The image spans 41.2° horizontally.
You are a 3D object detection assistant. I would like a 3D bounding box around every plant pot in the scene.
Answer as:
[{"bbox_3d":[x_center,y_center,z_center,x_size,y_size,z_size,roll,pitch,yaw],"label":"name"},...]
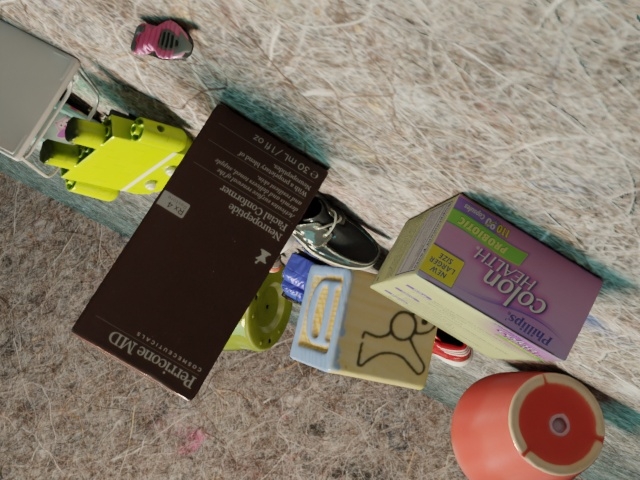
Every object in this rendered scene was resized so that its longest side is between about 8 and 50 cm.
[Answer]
[{"bbox_3d":[-0.275,0.146,2.264,0.353,0.366,0.366,11,161,26],"label":"plant pot"},{"bbox_3d":[0.426,0.381,1.706,0.275,0.275,0.243,30,158,1],"label":"plant pot"}]

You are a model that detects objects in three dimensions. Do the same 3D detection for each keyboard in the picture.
[{"bbox_3d":[-0.317,-0.197,1.573,0.180,0.023,0.108,23,167,27],"label":"keyboard"}]

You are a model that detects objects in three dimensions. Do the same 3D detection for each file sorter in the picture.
[{"bbox_3d":[-0.554,-0.257,1.473,0.278,0.192,0.173,28,171,10],"label":"file sorter"}]

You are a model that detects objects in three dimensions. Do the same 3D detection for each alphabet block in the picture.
[{"bbox_3d":[0.083,0.156,1.569,0.197,0.192,0.193,15,177,-23],"label":"alphabet block"}]

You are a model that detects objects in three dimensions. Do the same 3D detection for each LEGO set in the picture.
[{"bbox_3d":[-0.425,-0.233,1.678,0.083,0.023,0.054,23,167,29],"label":"LEGO set"}]

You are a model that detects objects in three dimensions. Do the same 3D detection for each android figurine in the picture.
[{"bbox_3d":[-0.328,-0.138,1.463,0.248,0.056,0.273,-26,152,37],"label":"android figurine"}]

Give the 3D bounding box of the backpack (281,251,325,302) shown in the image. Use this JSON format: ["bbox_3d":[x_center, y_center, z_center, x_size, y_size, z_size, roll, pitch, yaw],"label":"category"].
[{"bbox_3d":[-0.020,0.096,1.924,0.120,0.101,0.098,23,174,16],"label":"backpack"}]

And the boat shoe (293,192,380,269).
[{"bbox_3d":[-0.002,-0.027,1.373,0.233,0.084,0.079,34,169,-9],"label":"boat shoe"}]

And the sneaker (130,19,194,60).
[{"bbox_3d":[-0.179,-0.234,1.026,0.057,0.047,0.119,20,-178,-42],"label":"sneaker"}]

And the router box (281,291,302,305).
[{"bbox_3d":[-0.029,0.111,2.027,0.038,0.092,0.122,37,167,-34],"label":"router box"}]

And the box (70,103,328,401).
[{"bbox_3d":[-0.171,0.017,1.217,0.191,0.381,0.143,31,168,-7],"label":"box"}]

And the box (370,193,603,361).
[{"bbox_3d":[0.208,0.058,1.133,0.214,0.117,0.243,31,170,-5],"label":"box"}]

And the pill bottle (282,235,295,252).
[{"bbox_3d":[-0.131,-0.060,1.455,0.117,0.117,0.215,19,165,45],"label":"pill bottle"}]

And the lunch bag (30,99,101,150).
[{"bbox_3d":[-0.532,-0.219,1.782,0.224,0.107,0.279,31,174,-41],"label":"lunch bag"}]

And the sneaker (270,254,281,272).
[{"bbox_3d":[-0.158,0.014,2.067,0.158,0.061,0.065,28,142,5],"label":"sneaker"}]

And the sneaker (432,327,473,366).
[{"bbox_3d":[0.223,0.196,1.849,0.221,0.087,0.128,13,155,19],"label":"sneaker"}]

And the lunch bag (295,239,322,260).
[{"bbox_3d":[0.000,0.000,1.530,0.067,0.065,0.098,17,164,48],"label":"lunch bag"}]
